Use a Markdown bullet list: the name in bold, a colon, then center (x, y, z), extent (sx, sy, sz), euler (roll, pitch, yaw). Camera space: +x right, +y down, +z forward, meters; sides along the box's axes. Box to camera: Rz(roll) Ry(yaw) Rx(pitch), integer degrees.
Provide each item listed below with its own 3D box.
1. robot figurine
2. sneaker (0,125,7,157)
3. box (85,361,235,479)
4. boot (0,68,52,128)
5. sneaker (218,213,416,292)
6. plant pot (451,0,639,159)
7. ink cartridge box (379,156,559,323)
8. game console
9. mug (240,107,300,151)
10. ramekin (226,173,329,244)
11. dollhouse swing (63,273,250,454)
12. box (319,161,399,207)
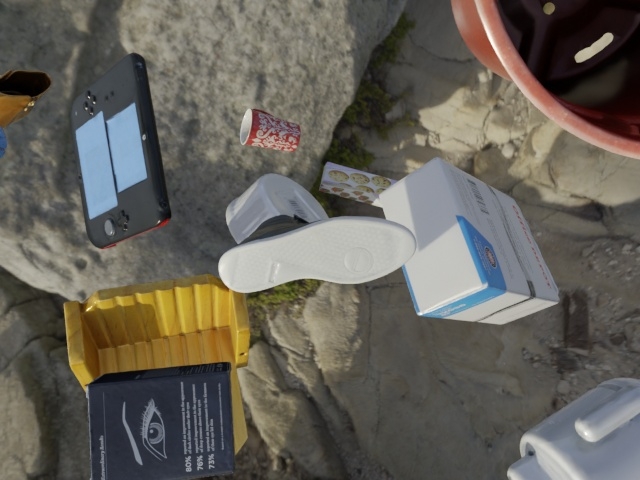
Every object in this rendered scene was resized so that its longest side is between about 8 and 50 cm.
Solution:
- **robot figurine**: center (0.496, 0.370, 0.930), extent (0.353, 0.300, 0.200), euler (-26, 40, -13)
- **sneaker**: center (-0.493, -0.164, 0.685), extent (0.188, 0.078, 0.067), euler (26, 84, -17)
- **box**: center (-0.237, 0.276, 0.823), extent (0.207, 0.108, 0.153), euler (-2, 86, -9)
- **boot**: center (-0.676, -0.244, 1.036), extent (0.211, 0.295, 0.104), euler (-20, 111, 36)
- **sneaker**: center (0.000, 0.000, 0.838), extent (0.295, 0.147, 0.105), euler (-9, 110, 13)
- **plant pot**: center (0.216, -0.213, 0.395), extent (0.272, 0.265, 0.273), euler (1, 108, 3)
- **ink cartridge box**: center (0.338, 0.022, 1.192), extent (0.166, 0.395, 0.286), euler (-32, 61, 33)
- **game console**: center (-0.476, -0.190, 1.252), extent (0.342, 0.060, 0.387), euler (-15, 84, 45)
- **mug**: center (-0.156, -0.360, 1.713), extent (0.169, 0.113, 0.150), euler (9, 71, -24)
- **ramekin**: center (-0.098, -0.047, 1.420), extent (0.135, 0.277, 0.277), euler (-45, 67, 26)
- **dollhouse swing**: center (-0.311, 0.290, 1.106), extent (0.346, 0.315, 0.305), euler (-7, 58, -15)
- **box**: center (0.160, -0.137, 1.489), extent (0.323, 0.063, 0.067), euler (15, 64, -4)
